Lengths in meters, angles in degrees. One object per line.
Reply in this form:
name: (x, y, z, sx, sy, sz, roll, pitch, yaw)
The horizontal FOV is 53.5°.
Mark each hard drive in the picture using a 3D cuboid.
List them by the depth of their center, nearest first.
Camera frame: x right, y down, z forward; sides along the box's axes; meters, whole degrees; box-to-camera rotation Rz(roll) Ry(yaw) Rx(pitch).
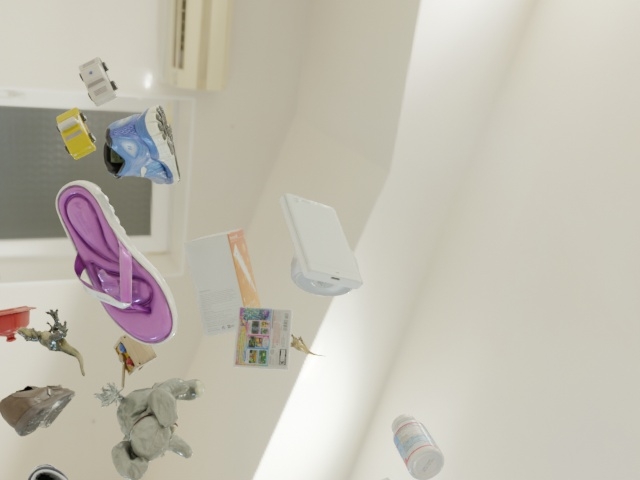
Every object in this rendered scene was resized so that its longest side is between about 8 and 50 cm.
hard drive: (0.000, 0.000, 1.903, 0.040, 0.203, 0.307, -48, -137, 32)

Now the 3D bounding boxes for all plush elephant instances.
plush elephant: (-0.475, 0.543, 1.840, 0.271, 0.330, 0.255, -54, -139, 3)

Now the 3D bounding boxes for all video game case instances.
video game case: (-0.148, 0.253, 1.645, 0.019, 0.143, 0.157, 82, 11, -74)

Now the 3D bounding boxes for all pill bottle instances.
pill bottle: (0.222, 0.480, 1.495, 0.160, 0.087, 0.087, -126, -141, -69)

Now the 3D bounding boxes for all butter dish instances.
butter dish: (-1.095, 0.298, 2.232, 0.160, 0.160, 0.118, 175, -94, -89)

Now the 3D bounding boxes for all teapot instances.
teapot: (0.017, 0.063, 2.182, 0.256, 0.253, 0.187, 133, -30, -56)

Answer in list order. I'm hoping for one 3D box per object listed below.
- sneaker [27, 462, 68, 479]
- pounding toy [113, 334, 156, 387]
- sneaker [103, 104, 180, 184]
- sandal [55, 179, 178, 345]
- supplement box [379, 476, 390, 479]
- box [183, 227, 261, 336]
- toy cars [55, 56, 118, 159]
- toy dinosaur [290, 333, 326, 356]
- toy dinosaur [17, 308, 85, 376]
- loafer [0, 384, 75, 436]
sneaker: (-0.569, 0.624, 1.412, 0.282, 0.099, 0.153, 57, -29, 7)
pounding toy: (-0.599, 0.372, 2.010, 0.130, 0.100, 0.141, 58, -38, 8)
sneaker: (-0.391, -0.197, 1.377, 0.330, 0.147, 0.129, 116, -37, -78)
sandal: (-0.474, 0.063, 1.400, 0.169, 0.102, 0.416, -35, -93, 21)
supplement box: (0.189, 0.748, 1.656, 0.220, 0.111, 0.114, 46, -63, 33)
box: (-0.348, 0.146, 2.312, 0.215, 0.168, 0.345, -38, 115, -79)
toy cars: (-0.803, -0.467, 2.155, 0.087, 0.177, 0.393, 69, 33, -68)
toy dinosaur: (-0.067, 0.390, 2.303, 0.053, 0.183, 0.093, -53, -137, -1)
toy dinosaur: (-0.722, 0.262, 1.736, 0.268, 0.064, 0.118, 20, -69, 28)
loafer: (-0.845, 0.478, 1.900, 0.133, 0.130, 0.366, -52, 180, -12)
